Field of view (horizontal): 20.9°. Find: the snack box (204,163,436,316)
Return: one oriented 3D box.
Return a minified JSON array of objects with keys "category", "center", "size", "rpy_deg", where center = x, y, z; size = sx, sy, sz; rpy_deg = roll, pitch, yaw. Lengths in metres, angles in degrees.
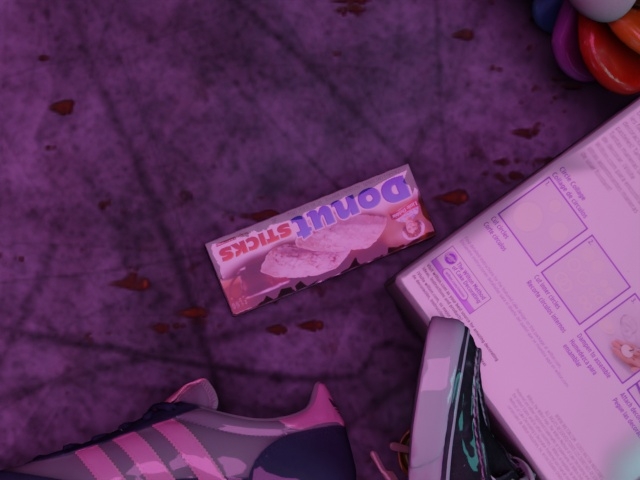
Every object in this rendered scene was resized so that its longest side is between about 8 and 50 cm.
[{"category":"snack box","center":[0.000,0.000,1.405],"size":[0.178,0.022,0.064],"rpy_deg":[-22,85,-5]}]

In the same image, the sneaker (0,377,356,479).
[{"category":"sneaker","center":[-0.132,0.174,1.351],"size":[0.319,0.112,0.131],"rpy_deg":[1,68,-6]}]

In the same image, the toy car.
[{"category":"toy car","center":[0.234,-0.187,1.372],"size":[0.159,0.182,0.136],"rpy_deg":[1,110,-31]}]

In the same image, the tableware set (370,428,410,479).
[{"category":"tableware set","center":[0.070,0.212,1.389],"size":[0.154,0.024,0.104],"rpy_deg":[-31,88,-6]}]

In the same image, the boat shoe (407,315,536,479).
[{"category":"boat shoe","center":[0.120,0.199,1.308],"size":[0.102,0.108,0.301],"rpy_deg":[1,108,9]}]

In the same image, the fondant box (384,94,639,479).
[{"category":"fondant box","center":[0.253,0.032,1.383],"size":[0.330,0.096,0.238],"rpy_deg":[-36,88,-5]}]
